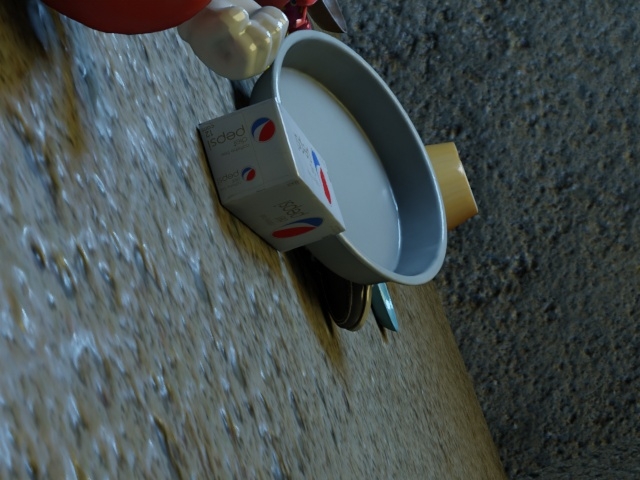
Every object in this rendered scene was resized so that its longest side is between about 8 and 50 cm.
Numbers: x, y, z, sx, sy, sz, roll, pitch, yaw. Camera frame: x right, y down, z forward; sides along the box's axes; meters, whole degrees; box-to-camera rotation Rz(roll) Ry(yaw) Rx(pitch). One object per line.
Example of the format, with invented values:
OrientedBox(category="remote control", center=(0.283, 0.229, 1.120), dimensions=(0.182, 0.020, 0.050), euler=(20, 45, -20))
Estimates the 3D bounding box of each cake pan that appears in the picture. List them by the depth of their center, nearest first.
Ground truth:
OrientedBox(category="cake pan", center=(0.028, -0.079, 1.416), dimensions=(0.293, 0.054, 0.293), euler=(38, 38, -36))

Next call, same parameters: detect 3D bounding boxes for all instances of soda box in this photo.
OrientedBox(category="soda box", center=(-0.037, -0.051, 1.165), dimensions=(0.216, 0.069, 0.074), euler=(43, 29, -74))

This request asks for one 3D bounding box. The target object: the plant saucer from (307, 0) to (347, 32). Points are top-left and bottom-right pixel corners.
OrientedBox(category="plant saucer", center=(-0.017, -0.333, 1.727), dimensions=(0.168, 0.029, 0.168), euler=(59, 11, -18))

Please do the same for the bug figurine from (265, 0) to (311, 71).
OrientedBox(category="bug figurine", center=(-0.040, -0.255, 1.716), dimensions=(0.216, 0.072, 0.279), euler=(53, 18, -69))

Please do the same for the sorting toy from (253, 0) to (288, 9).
OrientedBox(category="sorting toy", center=(-0.016, -0.372, 1.453), dimensions=(0.126, 0.365, 0.127), euler=(45, -22, -13))

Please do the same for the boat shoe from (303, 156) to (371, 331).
OrientedBox(category="boat shoe", center=(0.000, 0.000, 1.451), dimensions=(0.065, 0.075, 0.206), euler=(2, 68, -36))

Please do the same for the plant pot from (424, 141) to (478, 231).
OrientedBox(category="plant pot", center=(0.157, -0.075, 2.281), dimensions=(0.205, 0.188, 0.205), euler=(-19, 90, -83))

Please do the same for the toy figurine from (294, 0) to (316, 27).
OrientedBox(category="toy figurine", center=(-0.114, -0.434, 1.550), dimensions=(0.217, 0.191, 0.362), euler=(27, -15, 47))

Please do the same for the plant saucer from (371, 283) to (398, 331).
OrientedBox(category="plant saucer", center=(0.084, 0.079, 1.969), dimensions=(0.119, 0.021, 0.119), euler=(-19, 90, -84))

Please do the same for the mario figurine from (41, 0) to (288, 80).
OrientedBox(category="mario figurine", center=(-0.085, -0.220, 0.786), dimensions=(0.198, 0.170, 0.320), euler=(27, 21, -27))
